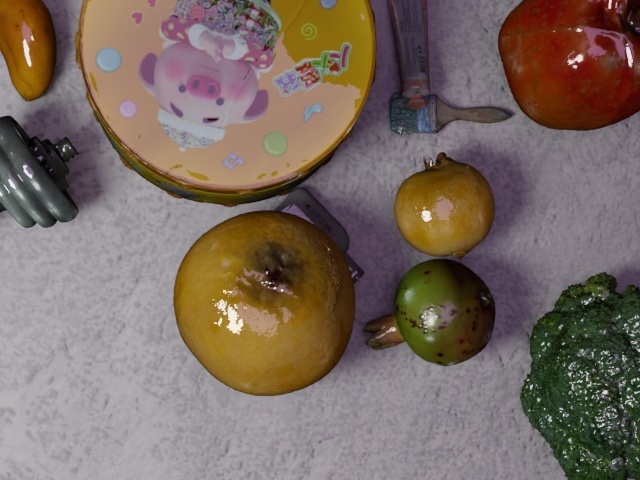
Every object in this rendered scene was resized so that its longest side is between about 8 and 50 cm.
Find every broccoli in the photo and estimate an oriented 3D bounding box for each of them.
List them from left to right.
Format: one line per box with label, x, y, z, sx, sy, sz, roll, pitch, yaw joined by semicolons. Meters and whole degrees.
broccoli;0.455;0.209;1.543;0.284;0.304;0.321;5;89;-36

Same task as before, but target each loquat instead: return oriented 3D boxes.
loquat;-0.075;0.088;1.484;0.263;0.263;0.263;0;87;-6
loquat;0.185;-0.049;1.573;0.163;0.137;0.163;0;89;10

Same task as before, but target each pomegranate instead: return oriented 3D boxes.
pomegranate;0.164;0.115;1.568;0.205;0.159;0.159;-21;90;20

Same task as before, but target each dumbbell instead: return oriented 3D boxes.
dumbbell;-0.516;-0.018;1.482;0.406;0.179;0.179;-36;91;-7

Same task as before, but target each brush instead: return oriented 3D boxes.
brush;0.204;-0.196;1.639;0.196;0.021;0.070;0;81;-7

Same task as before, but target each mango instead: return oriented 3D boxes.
mango;-0.426;-0.290;1.546;0.084;0.105;0.159;-26;104;-32

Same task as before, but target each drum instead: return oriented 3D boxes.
drum;-0.131;-0.261;1.514;0.431;0.214;0.431;0;87;-5

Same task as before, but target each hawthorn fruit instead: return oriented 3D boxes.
hawthorn fruit;0.401;-0.291;1.524;0.254;0.300;0.254;1;86;-8

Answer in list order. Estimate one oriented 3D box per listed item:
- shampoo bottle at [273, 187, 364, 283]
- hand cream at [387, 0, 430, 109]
shampoo bottle;0.000;0.000;1.601;0.080;0.040;0.165;-45;93;-7
hand cream;0.139;-0.304;1.624;0.067;0.043;0.209;-2;75;-4
